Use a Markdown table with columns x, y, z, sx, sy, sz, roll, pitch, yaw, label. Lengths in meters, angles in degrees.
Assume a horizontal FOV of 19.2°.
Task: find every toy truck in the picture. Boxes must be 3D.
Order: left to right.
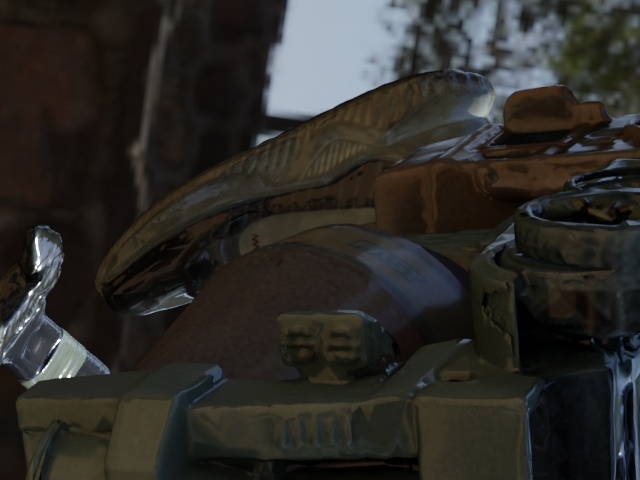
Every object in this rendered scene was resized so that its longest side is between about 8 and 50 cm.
| x | y | z | sx | sy | sz | roll | pitch | yaw | label |
| --- | --- | --- | --- | --- | --- | --- | --- | --- | --- |
| 0.038 | 0.029 | 0.471 | 0.257 | 0.140 | 0.108 | -36 | 123 | -66 | toy truck |

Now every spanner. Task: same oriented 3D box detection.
| x | y | z | sx | sy | sz | roll | pitch | yaw | label |
| --- | --- | --- | --- | --- | --- | --- | --- | --- | --- |
| -0.141 | 0.056 | 0.987 | 0.087 | 0.024 | 0.316 | -58 | 170 | -9 | spanner |

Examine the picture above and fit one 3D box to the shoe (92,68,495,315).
| x | y | z | sx | sy | sz | roll | pitch | yaw | label |
| --- | --- | --- | --- | --- | --- | --- | --- | --- | --- |
| 0.000 | 0.000 | 0.963 | 0.112 | 0.227 | 0.099 | 62 | 6 | 4 | shoe |
